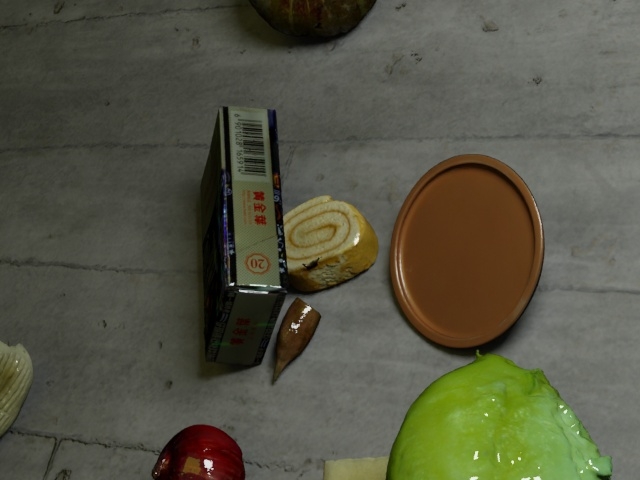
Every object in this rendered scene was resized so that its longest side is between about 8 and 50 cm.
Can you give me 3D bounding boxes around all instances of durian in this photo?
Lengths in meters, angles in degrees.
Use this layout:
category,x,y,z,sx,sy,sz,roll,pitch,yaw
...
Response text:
category,x,y,z,sx,sy,sz,roll,pitch,yaw
durian,0.189,0.281,1.430,0.256,0.204,0.339,-17,44,-6

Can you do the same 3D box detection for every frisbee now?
category,x,y,z,sx,sy,sz,roll,pitch,yaw
frisbee,0.185,0.014,1.634,0.251,0.021,0.250,-6,81,45

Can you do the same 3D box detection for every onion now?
category,x,y,z,sx,sy,sz,roll,pitch,yaw
onion,-0.158,0.305,1.651,0.131,0.131,0.131,-15,55,22

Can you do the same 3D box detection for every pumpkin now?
category,x,y,z,sx,sy,sz,roll,pitch,yaw
pumpkin,-0.012,-0.410,2.004,0.219,0.162,0.219,-1,68,2

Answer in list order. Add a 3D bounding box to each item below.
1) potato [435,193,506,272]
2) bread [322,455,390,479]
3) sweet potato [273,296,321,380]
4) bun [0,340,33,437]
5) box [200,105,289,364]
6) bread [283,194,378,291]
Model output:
category,x,y,z,sx,sy,sz,roll,pitch,yaw
potato,0.209,-0.017,1.673,0.103,0.066,0.096,46,114,36
bread,0.060,0.351,1.534,0.139,0.060,0.178,-7,58,27
sweet potato,-0.039,0.137,1.741,0.049,0.049,0.117,17,77,36
bun,-0.525,0.210,1.884,0.128,0.178,0.193,32,82,41
box,-0.111,-0.010,1.768,0.084,0.198,0.310,4,55,-13
bread,0.000,0.000,1.781,0.149,0.073,0.122,-23,51,17
